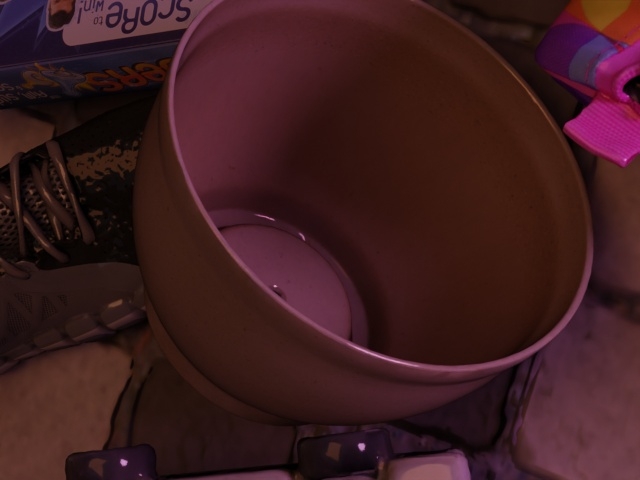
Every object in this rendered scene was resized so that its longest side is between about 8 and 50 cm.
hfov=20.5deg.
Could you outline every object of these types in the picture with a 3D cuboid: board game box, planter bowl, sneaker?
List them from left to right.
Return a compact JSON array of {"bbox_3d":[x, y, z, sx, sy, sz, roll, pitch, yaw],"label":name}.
[{"bbox_3d":[-0.146,0.008,0.717,0.228,0.132,0.086,-34,67,23],"label":"sneaker"},{"bbox_3d":[-0.080,-0.129,0.736,0.201,0.035,0.136,-3,68,31],"label":"board game box"},{"bbox_3d":[0.000,0.000,0.631,0.109,0.162,0.162,-49,59,47],"label":"planter bowl"}]

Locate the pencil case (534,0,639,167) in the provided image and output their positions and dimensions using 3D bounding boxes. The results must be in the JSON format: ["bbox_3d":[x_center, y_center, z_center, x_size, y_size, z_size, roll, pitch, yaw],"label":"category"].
[{"bbox_3d":[0.165,-0.122,0.568,0.104,0.104,0.236,38,102,29],"label":"pencil case"}]

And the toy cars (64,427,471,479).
[{"bbox_3d":[-0.086,0.201,0.687,0.176,0.087,0.394,44,102,15],"label":"toy cars"}]
